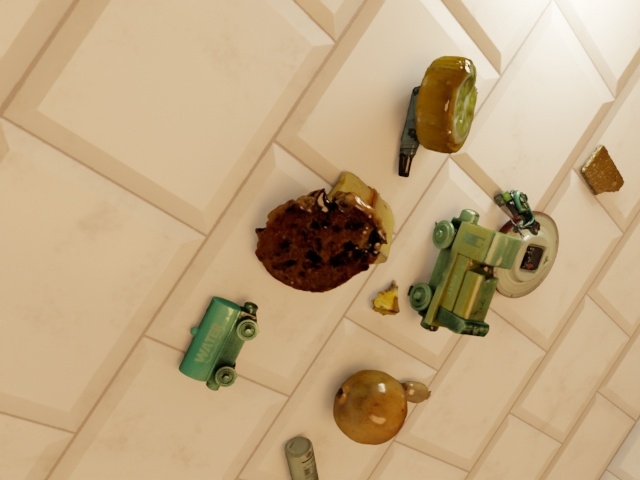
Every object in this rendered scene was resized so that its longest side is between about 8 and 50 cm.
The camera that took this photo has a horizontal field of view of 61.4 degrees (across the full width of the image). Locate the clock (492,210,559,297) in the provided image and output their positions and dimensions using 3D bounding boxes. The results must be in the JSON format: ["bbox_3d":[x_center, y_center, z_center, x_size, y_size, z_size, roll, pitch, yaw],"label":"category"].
[{"bbox_3d":[0.709,0.053,1.856,0.319,0.080,0.318,-10,111,-26],"label":"clock"}]

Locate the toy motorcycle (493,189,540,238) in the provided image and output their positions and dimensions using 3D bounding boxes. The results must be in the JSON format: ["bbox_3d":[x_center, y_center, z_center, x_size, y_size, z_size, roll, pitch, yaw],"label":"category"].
[{"bbox_3d":[0.642,-0.086,1.740,0.100,0.058,0.173,-25,83,-23],"label":"toy motorcycle"}]

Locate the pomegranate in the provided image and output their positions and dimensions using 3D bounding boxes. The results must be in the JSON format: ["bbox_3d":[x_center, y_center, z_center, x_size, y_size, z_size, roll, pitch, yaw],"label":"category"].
[{"bbox_3d":[0.152,0.502,1.614,0.233,0.233,0.233,-10,112,-27],"label":"pomegranate"}]

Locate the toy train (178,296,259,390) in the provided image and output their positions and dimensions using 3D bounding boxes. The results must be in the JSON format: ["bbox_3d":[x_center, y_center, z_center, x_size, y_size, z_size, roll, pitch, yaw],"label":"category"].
[{"bbox_3d":[-0.257,0.257,1.372,0.159,0.101,0.248,26,93,-18],"label":"toy train"}]

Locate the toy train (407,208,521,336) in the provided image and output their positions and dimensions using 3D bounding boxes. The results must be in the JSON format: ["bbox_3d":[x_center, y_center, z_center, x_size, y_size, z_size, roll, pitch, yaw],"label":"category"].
[{"bbox_3d":[0.421,0.108,1.607,0.160,0.253,0.396,14,99,-32],"label":"toy train"}]

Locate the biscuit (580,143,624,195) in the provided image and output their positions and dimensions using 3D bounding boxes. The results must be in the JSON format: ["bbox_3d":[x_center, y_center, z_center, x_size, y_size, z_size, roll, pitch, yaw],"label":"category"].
[{"bbox_3d":[1.032,-0.234,1.972,0.237,0.026,0.131,39,87,-35],"label":"biscuit"}]

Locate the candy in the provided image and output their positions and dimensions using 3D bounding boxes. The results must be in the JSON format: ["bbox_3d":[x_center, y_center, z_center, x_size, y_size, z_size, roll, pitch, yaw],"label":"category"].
[{"bbox_3d":[0.340,-0.357,1.430,0.260,0.118,0.259,-34,133,-47],"label":"candy"}]

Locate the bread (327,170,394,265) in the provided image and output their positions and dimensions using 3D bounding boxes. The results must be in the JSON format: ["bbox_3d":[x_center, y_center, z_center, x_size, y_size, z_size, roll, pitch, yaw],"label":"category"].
[{"bbox_3d":[0.093,-0.060,1.492,0.240,0.135,0.178,40,52,-33],"label":"bread"}]

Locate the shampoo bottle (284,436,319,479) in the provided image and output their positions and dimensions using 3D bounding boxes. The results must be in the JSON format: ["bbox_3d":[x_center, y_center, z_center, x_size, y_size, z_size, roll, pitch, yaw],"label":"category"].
[{"bbox_3d":[-0.048,0.729,1.657,0.085,0.085,0.262,-20,117,-23],"label":"shampoo bottle"}]

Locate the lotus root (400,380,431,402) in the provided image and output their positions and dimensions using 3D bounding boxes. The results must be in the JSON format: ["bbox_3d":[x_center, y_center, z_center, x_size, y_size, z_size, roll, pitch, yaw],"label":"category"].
[{"bbox_3d":[0.317,0.508,1.802,0.150,0.062,0.073,23,95,-32],"label":"lotus root"}]

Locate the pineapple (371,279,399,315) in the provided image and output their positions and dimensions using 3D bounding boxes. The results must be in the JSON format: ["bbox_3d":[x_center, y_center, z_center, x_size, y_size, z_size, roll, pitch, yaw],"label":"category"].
[{"bbox_3d":[0.212,0.174,1.621,0.114,0.077,0.114,21,83,-38],"label":"pineapple"}]

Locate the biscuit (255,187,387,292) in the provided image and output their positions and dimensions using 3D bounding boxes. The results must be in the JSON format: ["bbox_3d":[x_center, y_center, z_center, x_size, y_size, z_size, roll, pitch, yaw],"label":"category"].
[{"bbox_3d":[-0.003,-0.003,1.354,0.334,0.081,0.289,-27,122,21],"label":"biscuit"}]

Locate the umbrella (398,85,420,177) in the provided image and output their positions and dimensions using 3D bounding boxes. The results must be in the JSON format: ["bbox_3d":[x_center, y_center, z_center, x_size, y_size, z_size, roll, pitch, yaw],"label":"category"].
[{"bbox_3d":[0.254,-0.298,1.486,0.053,0.052,0.250,-10,113,-55],"label":"umbrella"}]
